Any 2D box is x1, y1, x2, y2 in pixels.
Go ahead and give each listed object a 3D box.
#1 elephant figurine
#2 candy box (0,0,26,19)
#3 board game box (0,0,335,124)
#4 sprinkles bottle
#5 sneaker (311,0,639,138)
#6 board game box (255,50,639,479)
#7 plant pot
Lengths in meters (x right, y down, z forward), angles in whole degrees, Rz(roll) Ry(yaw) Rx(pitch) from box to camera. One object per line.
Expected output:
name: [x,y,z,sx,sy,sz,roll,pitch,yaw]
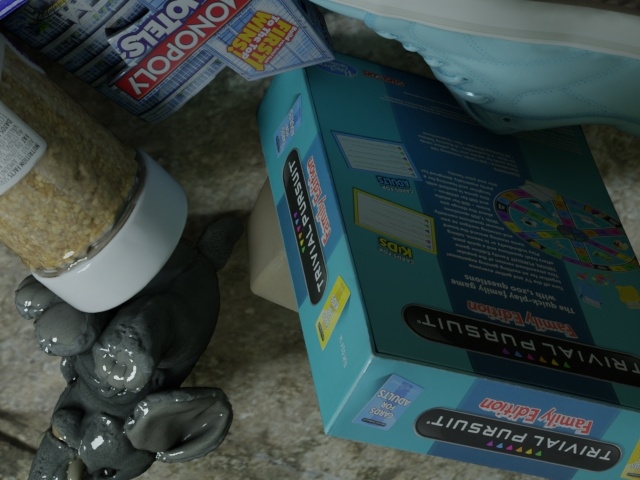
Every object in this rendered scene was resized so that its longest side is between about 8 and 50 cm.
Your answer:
elephant figurine: [-0.157,0.120,1.461,0.186,0.169,0.239,2,126,6]
candy box: [-0.315,-0.231,1.036,0.268,0.122,0.317,-32,105,8]
board game box: [-0.094,-0.161,1.286,0.194,0.060,0.194,-40,126,22]
sprinkles bottle: [-0.248,-0.093,1.256,0.121,0.121,0.355,-35,125,19]
sneaker: [0.117,-0.139,1.301,0.365,0.135,0.150,12,125,-20]
board game box: [0.102,0.014,1.297,0.253,0.336,0.079,14,127,-22]
plant pot: [0.000,0.000,1.422,0.109,0.109,0.096,24,129,-29]
